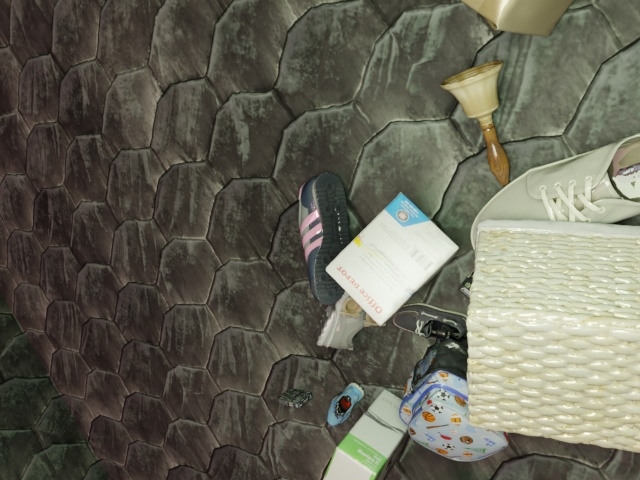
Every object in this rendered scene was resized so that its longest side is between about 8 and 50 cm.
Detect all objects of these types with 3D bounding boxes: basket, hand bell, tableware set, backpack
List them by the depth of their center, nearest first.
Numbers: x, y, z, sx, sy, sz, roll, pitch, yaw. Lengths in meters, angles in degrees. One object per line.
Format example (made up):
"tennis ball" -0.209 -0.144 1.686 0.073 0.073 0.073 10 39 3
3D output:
"basket" 0.435 0.166 1.035 0.331 0.266 0.328 3 128 19
"hand bell" 0.339 -0.223 1.168 0.126 0.126 0.242 -9 112 36
"backpack" 0.309 0.369 1.300 0.276 0.213 0.263 31 144 4
"tableware set" 0.131 0.139 1.413 0.169 0.141 0.020 -63 24 17

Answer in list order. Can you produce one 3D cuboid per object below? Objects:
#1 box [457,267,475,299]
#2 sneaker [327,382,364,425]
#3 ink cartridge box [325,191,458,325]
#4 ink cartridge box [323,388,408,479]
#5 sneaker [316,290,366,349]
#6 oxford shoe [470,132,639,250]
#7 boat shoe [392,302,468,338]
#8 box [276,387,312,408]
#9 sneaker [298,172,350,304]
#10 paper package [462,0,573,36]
"box" 0.423 0.099 1.244 0.190 0.045 0.184 41 122 17
"sneaker" 0.054 0.462 1.605 0.063 0.073 0.162 39 124 17
"ink cartridge box" 0.159 0.047 1.271 0.232 0.168 0.171 -44 78 3
"ink cartridge box" 0.124 0.539 1.460 0.115 0.273 0.198 28 120 21
"sneaker" 0.088 0.162 1.485 0.115 0.105 0.281 19 117 -12
"oxford shoe" 0.475 -0.078 1.076 0.449 0.130 0.169 -27 90 34
"boat shoe" 0.256 0.198 1.379 0.206 0.065 0.075 3 108 34
"box" -0.076 0.463 1.700 0.083 0.067 0.018 1 107 34
"sneaker" 0.000 0.000 1.436 0.131 0.112 0.319 -10 77 57
"paper package" 0.359 -0.509 0.908 0.168 0.309 0.325 44 125 19
